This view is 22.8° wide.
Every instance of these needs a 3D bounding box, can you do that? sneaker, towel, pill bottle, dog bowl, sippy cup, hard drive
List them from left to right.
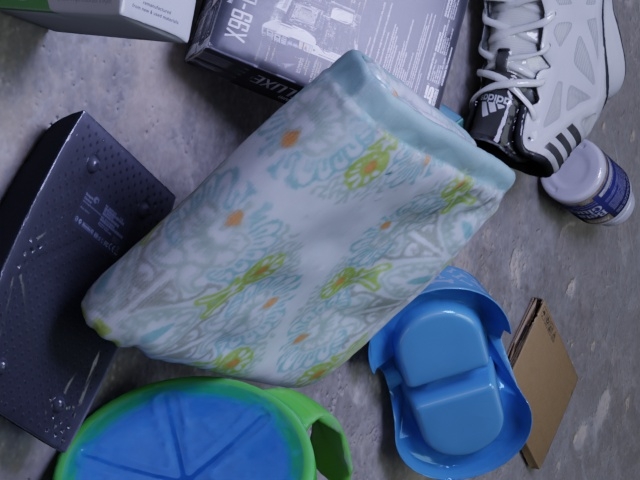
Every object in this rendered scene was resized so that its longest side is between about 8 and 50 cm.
[{"bbox_3d":[-0.224,0.034,1.351,0.172,0.054,0.254,46,59,-51],"label":"hard drive"},{"bbox_3d":[-0.110,0.281,1.453,0.240,0.306,0.224,-102,-176,-49],"label":"sippy cup"},{"bbox_3d":[0.000,0.000,1.433,0.320,0.090,0.374,-44,154,10],"label":"towel"},{"bbox_3d":[0.148,0.153,1.872,0.074,0.166,0.297,-104,176,-55],"label":"dog bowl"},{"bbox_3d":[0.257,-0.249,1.923,0.257,0.169,0.447,-61,145,-31],"label":"sneaker"},{"bbox_3d":[0.380,-0.075,2.228,0.169,0.094,0.094,28,74,-56],"label":"pill bottle"}]

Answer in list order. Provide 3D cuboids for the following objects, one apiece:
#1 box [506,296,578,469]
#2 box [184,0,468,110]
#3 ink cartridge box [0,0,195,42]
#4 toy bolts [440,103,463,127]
[{"bbox_3d":[0.305,0.204,2.248,0.164,0.021,0.201,-61,143,-28],"label":"box"},{"bbox_3d":[0.029,-0.273,1.535,0.243,0.076,0.307,19,79,-20],"label":"box"},{"bbox_3d":[-0.169,-0.275,1.267,0.093,0.154,0.212,15,86,-56],"label":"ink cartridge box"},{"bbox_3d":[0.070,-0.085,1.689,0.218,0.228,0.158,-32,92,-17],"label":"toy bolts"}]
